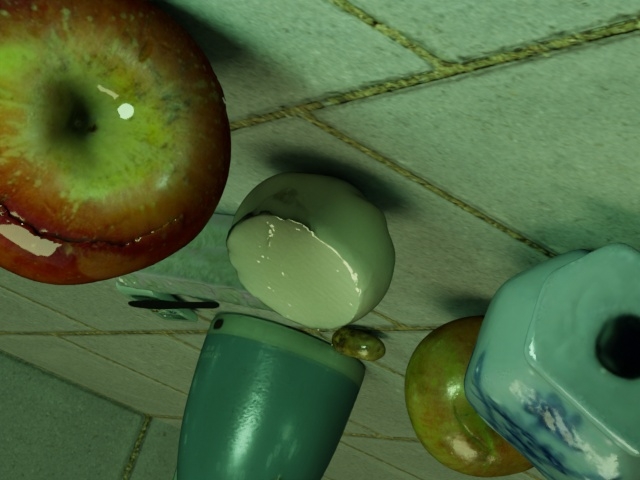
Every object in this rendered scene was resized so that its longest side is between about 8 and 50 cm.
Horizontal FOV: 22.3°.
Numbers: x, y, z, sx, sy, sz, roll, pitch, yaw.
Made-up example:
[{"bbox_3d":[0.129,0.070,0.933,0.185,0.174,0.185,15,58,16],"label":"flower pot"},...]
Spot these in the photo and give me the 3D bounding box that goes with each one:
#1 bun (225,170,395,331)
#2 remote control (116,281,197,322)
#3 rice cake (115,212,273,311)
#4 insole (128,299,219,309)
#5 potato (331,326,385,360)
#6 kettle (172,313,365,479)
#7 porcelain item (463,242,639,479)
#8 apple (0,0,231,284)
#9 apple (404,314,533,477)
[{"bbox_3d":[0.000,0.000,1.633,0.173,0.120,0.172,21,140,19],"label":"bun"},{"bbox_3d":[-0.243,0.088,2.432,0.061,0.029,0.162,5,163,25],"label":"remote control"},{"bbox_3d":[-0.114,0.019,1.880,0.298,0.106,0.050,9,151,38],"label":"rice cake"},{"bbox_3d":[-0.216,0.094,2.391,0.135,0.002,0.045,0,160,2],"label":"insole"},{"bbox_3d":[0.051,0.142,2.220,0.083,0.040,0.051,10,175,36],"label":"potato"},{"bbox_3d":[-0.119,0.314,2.468,0.247,0.342,0.319,26,165,-24],"label":"kettle"},{"bbox_3d":[0.258,0.137,1.585,0.242,0.178,0.405,42,168,7],"label":"porcelain item"},{"bbox_3d":[-0.213,-0.088,1.348,0.272,0.251,0.206,13,169,-21],"label":"apple"},{"bbox_3d":[0.192,0.182,1.905,0.196,0.196,0.196,19,165,5],"label":"apple"}]
